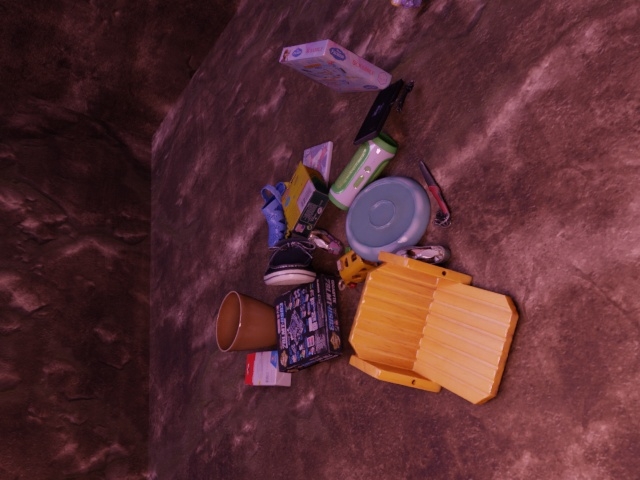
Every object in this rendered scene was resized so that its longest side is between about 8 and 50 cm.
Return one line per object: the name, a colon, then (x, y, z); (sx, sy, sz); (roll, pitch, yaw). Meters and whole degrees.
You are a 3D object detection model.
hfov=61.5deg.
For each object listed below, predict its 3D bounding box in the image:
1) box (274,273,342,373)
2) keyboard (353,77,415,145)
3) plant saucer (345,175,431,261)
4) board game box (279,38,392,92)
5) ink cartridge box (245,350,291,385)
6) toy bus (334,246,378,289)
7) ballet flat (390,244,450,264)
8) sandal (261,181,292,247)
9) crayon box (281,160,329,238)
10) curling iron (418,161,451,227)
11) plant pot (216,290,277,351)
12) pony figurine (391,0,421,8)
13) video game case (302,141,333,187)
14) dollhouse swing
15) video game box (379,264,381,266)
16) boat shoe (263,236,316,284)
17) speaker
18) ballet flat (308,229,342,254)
box: (-0.052, 0.308, 1.969); (0.293, 0.073, 0.295); (-33, 53, 42)
keyboard: (0.236, -0.465, 1.897); (0.202, 0.033, 0.317); (-20, 36, 47)
plant saucer: (0.212, -0.082, 1.800); (0.318, 0.044, 0.317); (-16, 60, 29)
board game box: (0.055, -0.663, 2.077); (0.319, 0.318, 0.065); (20, 93, 53)
ink cartridge box: (-0.214, 0.524, 2.193); (0.231, 0.078, 0.134); (-18, 63, 49)
toy bus: (0.108, 0.095, 1.904); (0.191, 0.104, 0.202); (23, 96, 54)
ballet flat: (0.289, 0.048, 1.654); (0.213, 0.068, 0.072); (-10, 82, 28)
sandal: (-0.206, -0.119, 2.376); (0.126, 0.138, 0.317); (-18, 65, 47)
crayon box: (-0.066, -0.174, 2.181); (0.202, 0.081, 0.318); (-60, 25, 21)
curling iron: (0.357, -0.152, 1.724); (0.068, 0.035, 0.274); (-42, 47, 36)
plant pot: (-0.254, 0.339, 2.157); (0.237, 0.254, 0.237); (-32, 51, 52)
pony figurine: (0.353, -1.018, 1.894); (0.351, 0.303, 0.363); (-103, 29, -46)
video game case: (-0.021, -0.308, 2.294); (0.183, 0.023, 0.201); (-7, 72, 52)
dollhouse swing: (0.293, 0.242, 1.467); (0.305, 0.315, 0.346); (-163, 89, -74)
video game box: (0.249, 0.186, 1.732); (0.187, 0.048, 0.205); (2, 79, 55)
boat shoe: (-0.107, 0.070, 1.968); (0.500, 0.187, 0.155); (-72, -22, -84)
speaker: (0.152, -0.252, 1.958); (0.296, 0.131, 0.131); (-54, 41, 26)
ballet flat: (0.000, 0.000, 2.104); (0.221, 0.079, 0.076); (30, 102, 54)
